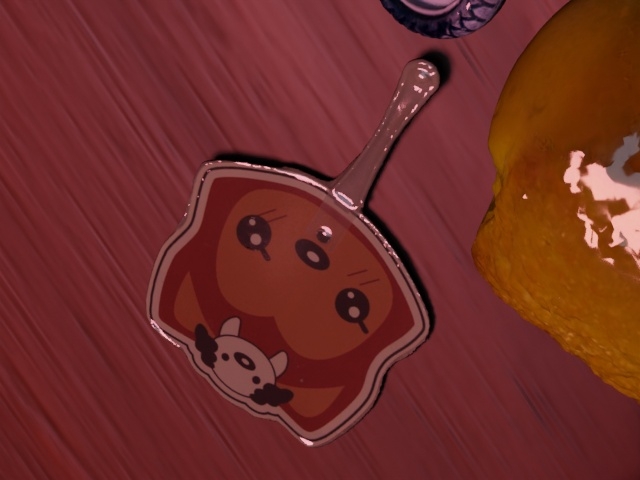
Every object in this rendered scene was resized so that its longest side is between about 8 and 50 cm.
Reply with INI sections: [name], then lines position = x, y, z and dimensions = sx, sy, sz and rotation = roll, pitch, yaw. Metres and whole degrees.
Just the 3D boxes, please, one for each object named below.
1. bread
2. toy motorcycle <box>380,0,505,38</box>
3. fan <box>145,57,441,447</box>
[bread]
position = 0.225, 0.049, 0.680
dimensions = 0.383, 0.112, 0.166
rotation = 35, 123, 8
[toy motorcycle]
position = 0.001, -0.184, 0.674
dimensions = 0.254, 0.092, 0.135
rotation = 49, 142, 27
[fan]
position = 0.000, 0.000, 0.834
dimensions = 0.132, 0.009, 0.220
rotation = 35, 125, 6
